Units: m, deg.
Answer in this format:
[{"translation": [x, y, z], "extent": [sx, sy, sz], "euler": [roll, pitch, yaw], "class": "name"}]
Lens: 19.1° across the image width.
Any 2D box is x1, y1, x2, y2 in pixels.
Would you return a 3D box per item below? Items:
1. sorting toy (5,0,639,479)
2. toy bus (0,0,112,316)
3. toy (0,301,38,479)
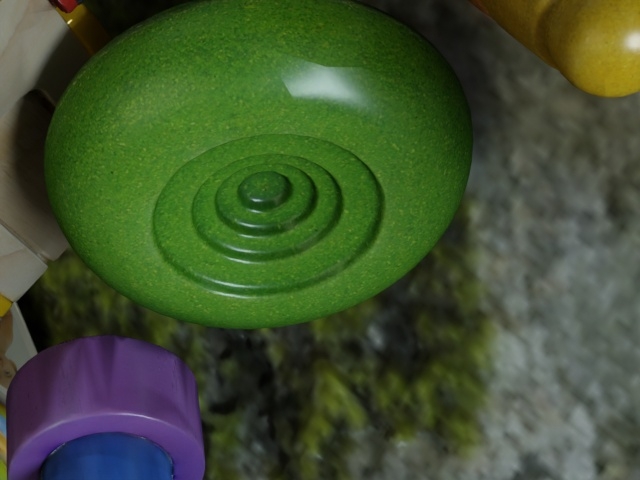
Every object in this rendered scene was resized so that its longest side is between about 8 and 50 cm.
[{"translation": [0.000, 0.000, 0.510], "extent": [0.365, 0.127, 0.126], "euler": [-56, 31, 38], "class": "sorting toy"}, {"translation": [-0.124, -0.054, 0.568], "extent": [0.104, 0.191, 0.202], "euler": [40, 129, 17], "class": "toy bus"}, {"translation": [-0.157, 0.091, 0.748], "extent": [0.137, 0.056, 0.237], "euler": [-7, 105, 41], "class": "toy"}]
